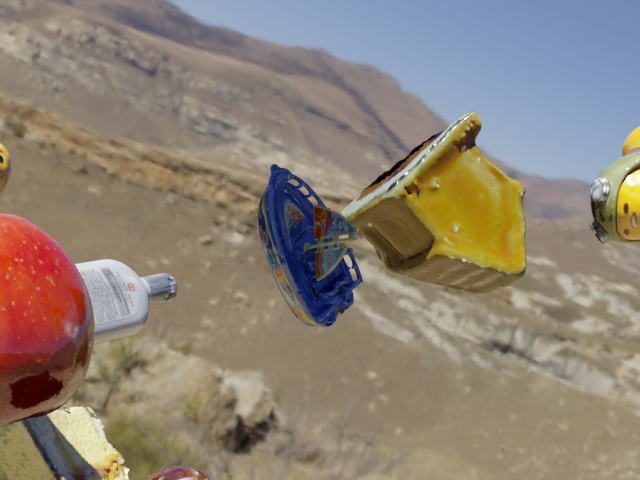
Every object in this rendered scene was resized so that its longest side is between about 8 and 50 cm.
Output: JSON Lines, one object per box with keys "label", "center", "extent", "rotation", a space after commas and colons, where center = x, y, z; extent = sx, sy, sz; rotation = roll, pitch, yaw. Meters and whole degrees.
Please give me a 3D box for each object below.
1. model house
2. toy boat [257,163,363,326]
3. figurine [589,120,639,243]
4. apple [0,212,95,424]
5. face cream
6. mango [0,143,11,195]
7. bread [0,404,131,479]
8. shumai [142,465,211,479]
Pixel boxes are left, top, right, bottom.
{"label": "model house", "center": [0.182, -0.020, 1.614], "extent": [0.239, 0.173, 0.268], "rotation": [48, -27, -5]}
{"label": "toy boat", "center": [0.000, 0.000, 1.072], "extent": [0.110, 0.175, 0.091], "rotation": [-9, 24, 45]}
{"label": "figurine", "center": [0.363, -0.072, 1.261], "extent": [0.141, 0.166, 0.250], "rotation": [-9, 38, 0]}
{"label": "apple", "center": [-0.373, 0.091, 1.144], "extent": [0.261, 0.216, 0.260], "rotation": [-13, -2, 0]}
{"label": "face cream", "center": [-0.356, 0.097, 1.839], "extent": [0.291, 0.071, 0.144], "rotation": [-13, 73, -55]}
{"label": "mango", "center": [-0.547, -0.087, 1.716], "extent": [0.089, 0.163, 0.111], "rotation": [25, 8, -43]}
{"label": "bread", "center": [-0.332, 0.338, 1.600], "extent": [0.178, 0.135, 0.240], "rotation": [-27, 78, -46]}
{"label": "shumai", "center": [-0.159, 0.339, 1.134], "extent": [0.204, 0.272, 0.222], "rotation": [39, 40, -12]}
